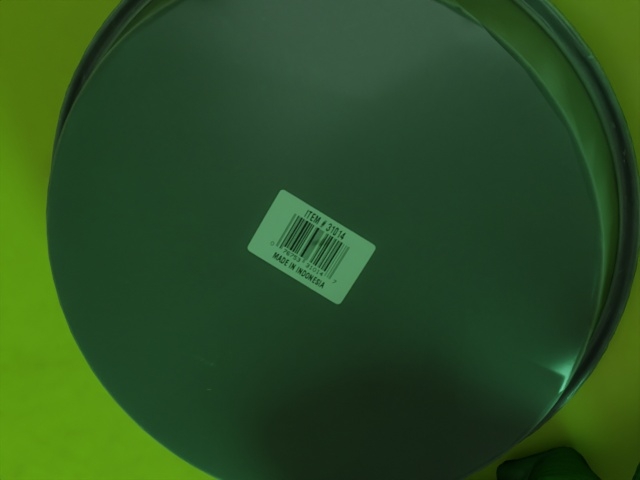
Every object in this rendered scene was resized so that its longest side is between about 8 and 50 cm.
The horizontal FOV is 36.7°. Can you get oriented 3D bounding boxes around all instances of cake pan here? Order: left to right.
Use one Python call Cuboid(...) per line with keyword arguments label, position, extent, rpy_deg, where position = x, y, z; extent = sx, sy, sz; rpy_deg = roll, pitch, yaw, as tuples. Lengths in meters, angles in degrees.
Cuboid(label="cake pan", position=(0.000, 0.000, 0.451), extent=(0.293, 0.054, 0.293), rpy_deg=(3, 108, 10))

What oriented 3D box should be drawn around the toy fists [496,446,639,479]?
Cuboid(label="toy fists", position=(0.142, 0.136, 0.423), extent=(0.279, 0.142, 0.096), rpy_deg=(-20, 83, 18))
